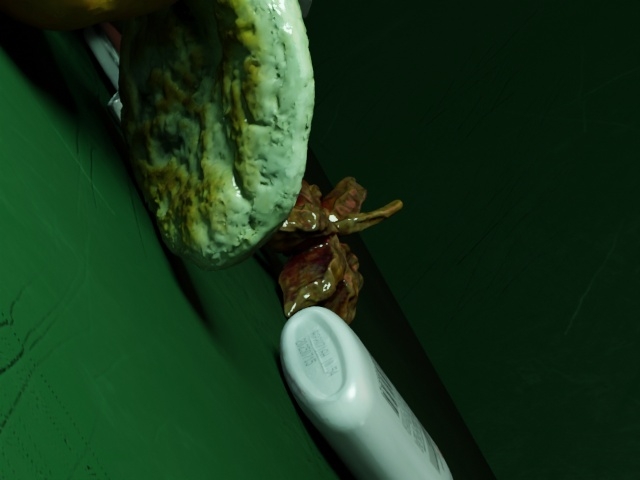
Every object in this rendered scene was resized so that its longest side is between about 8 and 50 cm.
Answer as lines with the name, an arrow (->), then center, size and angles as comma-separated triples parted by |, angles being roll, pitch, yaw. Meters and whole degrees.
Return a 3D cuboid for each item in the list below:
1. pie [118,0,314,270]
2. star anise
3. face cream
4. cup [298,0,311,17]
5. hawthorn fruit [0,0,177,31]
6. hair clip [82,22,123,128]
pie -> -0.077, -0.101, 1.136 | 0.240, 0.054, 0.240 | 9, -79, 57
star anise -> -0.007, -0.001, 1.662 | 0.196, 0.111, 0.212 | 31, 52, -32
face cream -> 0.060, 0.181, 1.414 | 0.291, 0.071, 0.144 | 54, 6, -41
cup -> -0.111, -0.324, 1.226 | 0.356, 0.274, 0.259 | -110, -147, -86
hawthorn fruit -> -0.153, -0.215, 1.049 | 0.189, 0.189, 0.189 | 58, 4, -7
hair clip -> -0.144, -0.126, 1.384 | 0.140, 0.054, 0.220 | 53, 3, -16
